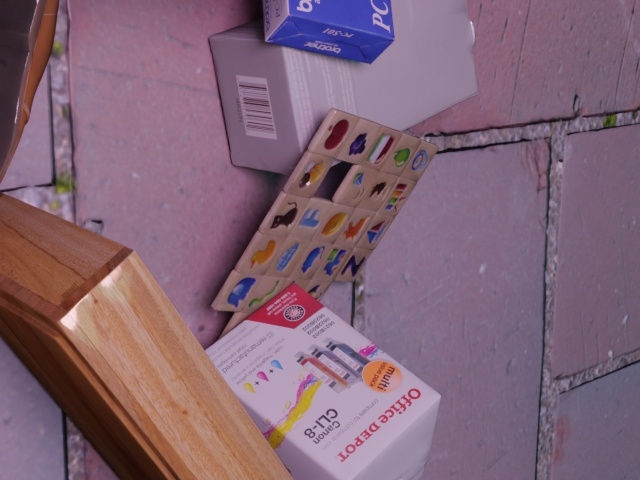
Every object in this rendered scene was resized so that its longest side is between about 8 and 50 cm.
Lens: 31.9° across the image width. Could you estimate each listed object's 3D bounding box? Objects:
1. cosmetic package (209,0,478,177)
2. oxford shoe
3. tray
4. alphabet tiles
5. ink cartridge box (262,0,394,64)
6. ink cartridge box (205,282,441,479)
[{"bbox_3d":[0.029,-0.157,1.008,0.238,0.107,0.127,-28,118,-39],"label":"cosmetic package"},{"bbox_3d":[-0.230,-0.101,0.799,0.076,0.076,0.212,3,109,-80],"label":"oxford shoe"},{"bbox_3d":[-0.118,0.155,0.867,0.076,0.202,0.411,-45,127,-21],"label":"tray"},{"bbox_3d":[0.000,0.000,1.000,0.237,0.009,0.198,-58,152,14],"label":"alphabet tiles"},{"bbox_3d":[0.001,-0.252,0.916,0.097,0.046,0.207,8,66,-27],"label":"ink cartridge box"},{"bbox_3d":[-0.005,0.155,0.972,0.128,0.176,0.127,-36,150,-33],"label":"ink cartridge box"}]
